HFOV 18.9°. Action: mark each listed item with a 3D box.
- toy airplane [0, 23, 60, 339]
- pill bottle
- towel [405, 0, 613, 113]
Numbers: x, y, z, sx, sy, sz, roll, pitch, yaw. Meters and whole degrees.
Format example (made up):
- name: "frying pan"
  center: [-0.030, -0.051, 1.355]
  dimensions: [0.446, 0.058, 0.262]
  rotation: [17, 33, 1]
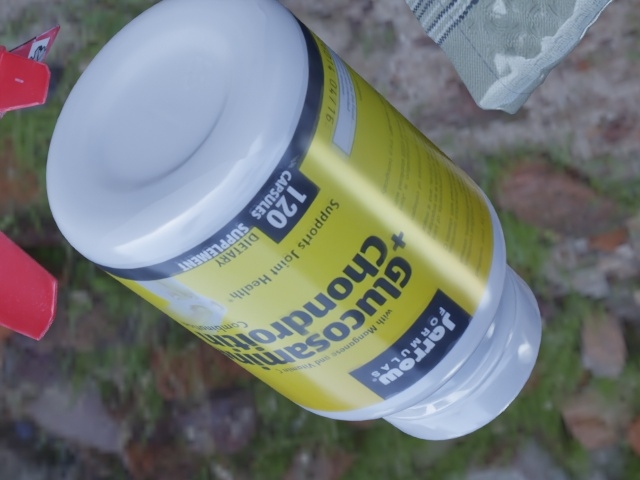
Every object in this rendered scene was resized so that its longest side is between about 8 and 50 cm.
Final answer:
- name: "toy airplane"
  center: [-0.145, -0.022, 0.769]
  dimensions: [0.151, 0.151, 0.028]
  rotation: [-32, 148, 23]
- name: "pill bottle"
  center: [0.000, 0.000, 0.665]
  dimensions: [0.103, 0.103, 0.184]
  rotation: [-30, 137, 22]
- name: "towel"
  center: [0.088, -0.269, 0.887]
  dimensions: [0.056, 0.312, 0.324]
  rotation: [-19, 158, -45]
